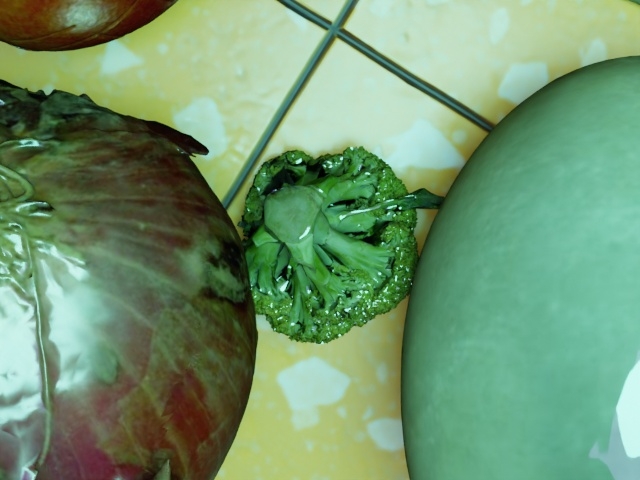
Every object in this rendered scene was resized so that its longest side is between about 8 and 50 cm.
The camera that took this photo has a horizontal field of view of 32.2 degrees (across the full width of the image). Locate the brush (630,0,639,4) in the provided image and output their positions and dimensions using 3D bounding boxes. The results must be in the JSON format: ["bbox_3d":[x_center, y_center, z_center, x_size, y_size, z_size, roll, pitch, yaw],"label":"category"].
[{"bbox_3d":[0.151,-0.206,0.711,0.282,0.048,0.054,23,95,-2],"label":"brush"}]

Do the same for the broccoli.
[{"bbox_3d":[0.000,0.000,0.702,0.131,0.120,0.130,33,88,26],"label":"broccoli"}]

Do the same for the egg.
[{"bbox_3d":[0.174,0.064,0.635,0.259,0.258,0.352,9,82,-2],"label":"egg"}]

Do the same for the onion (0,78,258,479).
[{"bbox_3d":[-0.203,0.060,0.613,0.354,0.353,0.353,0,98,0],"label":"onion"}]

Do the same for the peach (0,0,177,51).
[{"bbox_3d":[-0.145,-0.203,0.638,0.197,0.197,0.197,0,98,0],"label":"peach"}]
